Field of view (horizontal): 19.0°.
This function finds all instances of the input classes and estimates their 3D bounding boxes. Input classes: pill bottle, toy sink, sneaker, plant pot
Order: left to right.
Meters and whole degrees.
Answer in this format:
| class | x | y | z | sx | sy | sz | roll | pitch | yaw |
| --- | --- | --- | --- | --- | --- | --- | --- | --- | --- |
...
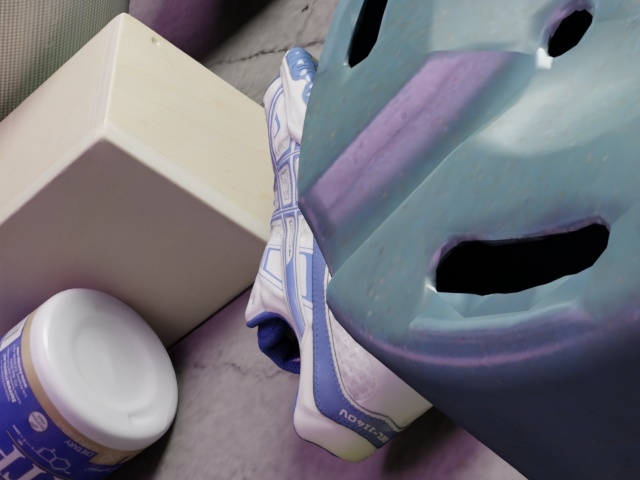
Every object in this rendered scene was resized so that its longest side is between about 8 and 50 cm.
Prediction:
| class | x | y | z | sx | sy | sz | roll | pitch | yaw |
| --- | --- | --- | --- | --- | --- | --- | --- | --- | --- |
| pill bottle | -0.190 | 0.121 | 1.230 | 0.186 | 0.112 | 0.112 | -37 | 34 | 32 |
| toy sink | -0.150 | -0.013 | 1.267 | 0.234 | 0.152 | 0.131 | -38 | 33 | 32 |
| sneaker | 0.000 | 0.000 | 1.063 | 0.131 | 0.112 | 0.296 | -48 | 29 | 16 |
| plant pot | 0.195 | 0.000 | 0.526 | 0.341 | 0.334 | 0.341 | -39 | 33 | 31 |

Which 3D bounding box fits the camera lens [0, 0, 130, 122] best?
| class | x | y | z | sx | sy | sz | roll | pitch | yaw |
| --- | --- | --- | --- | --- | --- | --- | --- | --- | --- |
| camera lens | -0.242 | -0.182 | 1.342 | 0.274 | 0.219 | 0.219 | 103 | 173 | -46 |
